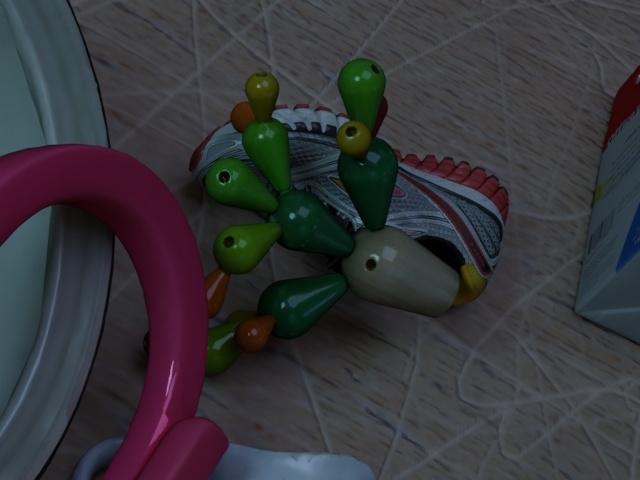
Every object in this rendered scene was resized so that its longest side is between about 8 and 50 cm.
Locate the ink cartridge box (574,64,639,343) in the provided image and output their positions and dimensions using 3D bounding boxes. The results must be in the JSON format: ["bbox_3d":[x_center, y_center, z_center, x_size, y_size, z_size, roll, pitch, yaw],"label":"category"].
[{"bbox_3d":[0.264,-0.052,1.141,0.078,0.134,0.231,24,52,-8],"label":"ink cartridge box"}]

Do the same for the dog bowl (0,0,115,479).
[{"bbox_3d":[-0.292,-0.017,0.730,0.408,0.150,0.408,4,85,-52],"label":"dog bowl"}]

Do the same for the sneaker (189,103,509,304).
[{"bbox_3d":[0.022,-0.022,1.035,0.225,0.088,0.092,16,58,-13],"label":"sneaker"}]

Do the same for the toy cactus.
[{"bbox_3d":[0.000,0.000,0.966,0.180,0.112,0.219,26,89,-24],"label":"toy cactus"}]

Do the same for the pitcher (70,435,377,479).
[{"bbox_3d":[-0.071,0.196,0.836,0.178,0.125,0.207,12,41,7],"label":"pitcher"}]

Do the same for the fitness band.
[{"bbox_3d":[-0.146,0.083,0.755,0.209,0.054,0.291,59,46,-28],"label":"fitness band"}]
